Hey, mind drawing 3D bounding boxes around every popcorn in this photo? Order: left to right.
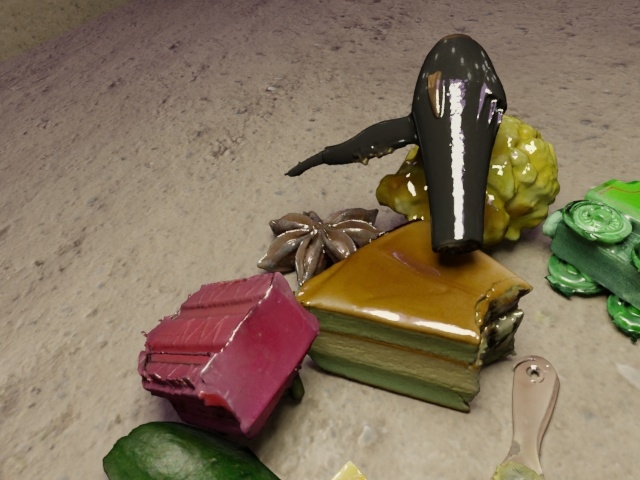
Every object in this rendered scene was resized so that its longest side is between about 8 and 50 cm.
[{"bbox_3d":[0.217,-0.085,0.770,0.251,0.206,0.237,-15,26,-17],"label":"popcorn"}]

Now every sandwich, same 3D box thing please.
[{"bbox_3d":[0.110,0.110,0.611,0.227,0.155,0.198,-27,43,-19],"label":"sandwich"}]

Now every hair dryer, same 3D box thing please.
[{"bbox_3d":[0.079,-0.103,0.691,0.359,0.120,0.304,-12,62,40],"label":"hair dryer"}]

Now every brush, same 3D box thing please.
[{"bbox_3d":[0.212,0.231,0.521,0.072,0.067,0.313,11,42,25],"label":"brush"}]

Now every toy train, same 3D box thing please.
[{"bbox_3d":[0.437,0.018,0.678,0.188,0.132,0.243,-24,44,-23],"label":"toy train"}]

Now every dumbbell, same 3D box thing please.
[{"bbox_3d":[-0.079,0.199,0.626,0.118,0.052,0.046,-23,82,-15],"label":"dumbbell"}]

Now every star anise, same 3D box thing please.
[{"bbox_3d":[0.001,0.010,0.819,0.212,0.073,0.197,1,37,17],"label":"star anise"}]

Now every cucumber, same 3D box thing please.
[{"bbox_3d":[-0.112,0.270,0.514,0.325,0.105,0.145,23,50,37],"label":"cucumber"}]

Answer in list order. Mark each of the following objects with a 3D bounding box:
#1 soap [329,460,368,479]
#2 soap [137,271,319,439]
[{"bbox_3d":[0.098,0.310,0.426,0.037,0.092,0.252,-33,44,-22],"label":"soap"},{"bbox_3d":[-0.130,0.127,0.600,0.250,0.099,0.162,-12,37,49],"label":"soap"}]
